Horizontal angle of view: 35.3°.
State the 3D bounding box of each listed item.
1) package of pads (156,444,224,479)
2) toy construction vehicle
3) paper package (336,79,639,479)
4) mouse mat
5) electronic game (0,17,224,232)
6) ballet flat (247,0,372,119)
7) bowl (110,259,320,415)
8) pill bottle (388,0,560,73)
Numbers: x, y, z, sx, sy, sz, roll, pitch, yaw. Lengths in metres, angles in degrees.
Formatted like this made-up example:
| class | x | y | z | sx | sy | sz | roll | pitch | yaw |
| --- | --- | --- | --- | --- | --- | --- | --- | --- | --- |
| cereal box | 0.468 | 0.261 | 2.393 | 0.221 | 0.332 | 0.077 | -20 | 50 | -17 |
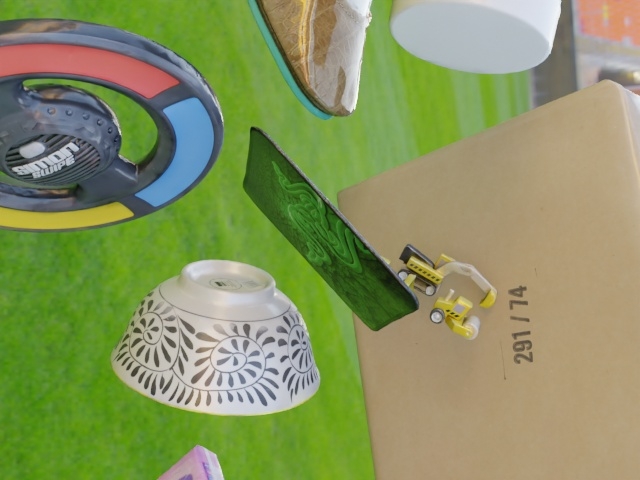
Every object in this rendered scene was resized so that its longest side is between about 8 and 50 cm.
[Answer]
| class | x | y | z | sx | sy | sz | roll | pitch | yaw |
| --- | --- | --- | --- | --- | --- | --- | --- | --- | --- |
| package of pads | -0.094 | 0.202 | 0.762 | 0.032 | 0.050 | 0.083 | 33 | 18 | -39 |
| toy construction vehicle | 0.083 | 0.031 | 0.758 | 0.035 | 0.098 | 0.086 | -66 | 168 | 18 |
| paper package | 0.187 | 0.076 | 0.844 | 0.168 | 0.309 | 0.325 | 10 | 67 | -47 |
| mouse mat | 0.000 | 0.000 | 0.694 | 0.153 | 0.007 | 0.190 | 47 | -12 | 4 |
| electronic game | -0.178 | -0.067 | 0.670 | 0.229 | 0.229 | 0.048 | 60 | 19 | -61 |
| ballet flat | -0.018 | -0.259 | 0.817 | 0.116 | 0.124 | 0.342 | 29 | 33 | -54 |
| bowl | -0.078 | 0.065 | 0.798 | 0.170 | 0.170 | 0.080 | -51 | 152 | -70 |
| pill bottle | 0.109 | -0.219 | 0.621 | 0.119 | 0.119 | 0.209 | 45 | 56 | -69 |
